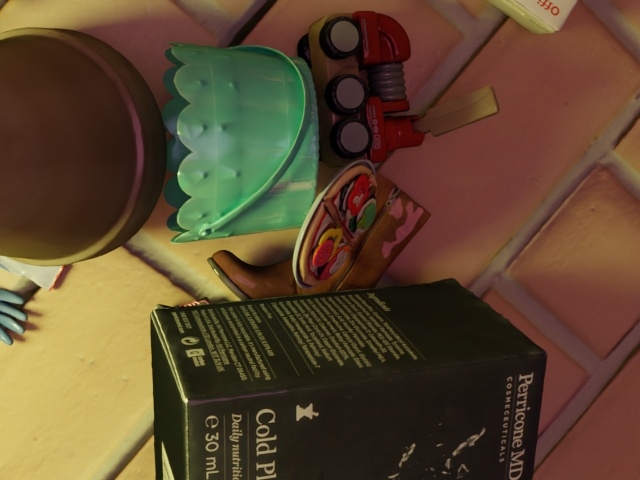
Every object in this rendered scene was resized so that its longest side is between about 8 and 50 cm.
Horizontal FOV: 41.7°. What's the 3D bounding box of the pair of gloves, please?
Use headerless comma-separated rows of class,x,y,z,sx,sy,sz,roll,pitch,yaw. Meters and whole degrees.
pair of gloves,-0.476,0.053,1.232,0.159,0.023,0.198,35,93,-15

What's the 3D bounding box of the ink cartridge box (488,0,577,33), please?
ink cartridge box,0.337,-0.445,1.265,0.160,0.092,0.219,31,93,-14

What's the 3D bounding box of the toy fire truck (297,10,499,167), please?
toy fire truck,0.114,-0.226,1.236,0.246,0.158,0.217,-8,94,-22

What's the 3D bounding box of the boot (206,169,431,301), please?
boot,0.000,0.000,1.280,0.264,0.096,0.280,32,91,-12

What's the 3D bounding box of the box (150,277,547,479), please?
box,0.020,0.337,1.191,0.472,0.297,0.480,-5,109,-19

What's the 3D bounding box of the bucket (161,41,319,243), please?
bucket,-0.117,-0.134,1.150,0.183,0.281,0.281,-2,101,-15

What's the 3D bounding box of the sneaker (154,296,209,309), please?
sneaker,-0.194,0.110,1.289,0.119,0.047,0.057,19,89,-21

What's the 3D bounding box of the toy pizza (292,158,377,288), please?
toy pizza,0.030,-0.018,1.173,0.032,0.201,0.201,28,95,21

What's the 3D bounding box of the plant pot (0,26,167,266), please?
plant pot,-0.396,-0.110,1.031,0.323,0.280,0.323,2,99,15

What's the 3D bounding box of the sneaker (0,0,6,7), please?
sneaker,-0.538,-0.420,1.077,0.323,0.130,0.236,21,91,-19
